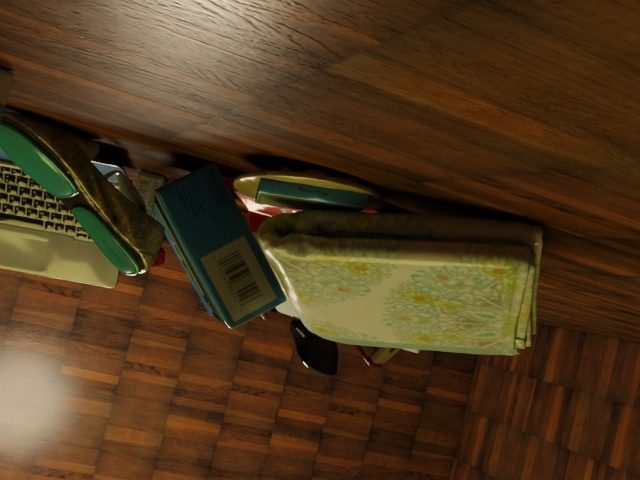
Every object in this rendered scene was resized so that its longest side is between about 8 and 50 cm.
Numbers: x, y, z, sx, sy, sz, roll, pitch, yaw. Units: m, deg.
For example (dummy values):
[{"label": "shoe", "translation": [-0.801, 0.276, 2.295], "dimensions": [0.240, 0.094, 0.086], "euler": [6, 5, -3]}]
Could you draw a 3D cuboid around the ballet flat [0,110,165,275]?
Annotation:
[{"label": "ballet flat", "translation": [-0.370, -0.093, 1.307], "dimensions": [0.123, 0.123, 0.348], "euler": [9, 143, 50]}]

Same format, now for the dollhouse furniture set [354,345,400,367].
[{"label": "dollhouse furniture set", "translation": [0.036, 0.150, 1.860], "dimensions": [0.374, 0.152, 0.201], "euler": [52, -167, 26]}]

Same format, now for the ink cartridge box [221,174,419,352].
[{"label": "ink cartridge box", "translation": [0.005, 0.048, 1.414], "dimensions": [0.308, 0.091, 0.385], "euler": [15, 157, 28]}]

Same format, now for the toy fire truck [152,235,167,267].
[{"label": "toy fire truck", "translation": [-0.548, -0.043, 2.191], "dimensions": [0.302, 0.169, 0.254], "euler": [-3, -159, -27]}]

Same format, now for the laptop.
[{"label": "laptop", "translation": [-0.564, -0.049, 1.524], "dimensions": [0.382, 0.407, 0.236], "euler": [11, -150, -9]}]

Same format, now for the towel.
[{"label": "towel", "translation": [0.125, 0.061, 1.180], "dimensions": [0.375, 0.090, 0.320], "euler": [3, 151, 13]}]

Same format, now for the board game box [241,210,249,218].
[{"label": "board game box", "translation": [-0.247, -0.045, 1.998], "dimensions": [0.242, 0.064, 0.317], "euler": [11, 174, 40]}]

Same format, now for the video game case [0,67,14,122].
[{"label": "video game case", "translation": [-0.464, -0.086, 0.825], "dimensions": [0.061, 0.269, 0.244], "euler": [9, 174, 41]}]

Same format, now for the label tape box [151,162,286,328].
[{"label": "label tape box", "translation": [-0.181, 0.012, 1.381], "dimensions": [0.106, 0.240, 0.334], "euler": [-28, -175, -12]}]

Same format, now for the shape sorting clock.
[{"label": "shape sorting clock", "translation": [-0.015, -0.067, 1.115], "dimensions": [0.206, 0.040, 0.206], "euler": [8, 175, 1]}]

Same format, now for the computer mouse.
[{"label": "computer mouse", "translation": [-0.047, 0.194, 1.843], "dimensions": [0.184, 0.060, 0.262], "euler": [25, -163, -20]}]

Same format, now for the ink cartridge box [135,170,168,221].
[{"label": "ink cartridge box", "translation": [-0.356, -0.042, 1.681], "dimensions": [0.056, 0.171, 0.235], "euler": [14, 176, -4]}]

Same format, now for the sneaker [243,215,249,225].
[{"label": "sneaker", "translation": [-0.265, -0.061, 1.673], "dimensions": [0.146, 0.122, 0.331], "euler": [37, 166, -28]}]
